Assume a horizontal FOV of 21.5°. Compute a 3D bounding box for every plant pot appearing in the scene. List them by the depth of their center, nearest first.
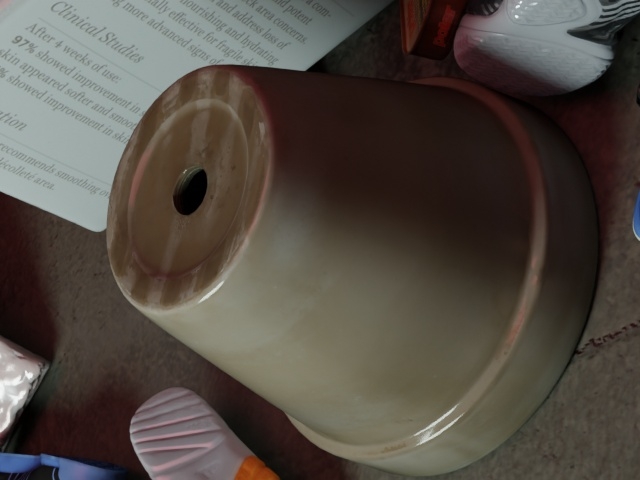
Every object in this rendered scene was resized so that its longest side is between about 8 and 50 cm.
[{"bbox_3d":[0.000,0.000,1.292,0.323,0.280,0.323,-21,61,43],"label":"plant pot"}]

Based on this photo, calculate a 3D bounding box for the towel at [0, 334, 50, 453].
[{"bbox_3d":[-0.489,0.186,1.762,0.332,0.317,0.053,-60,0,8],"label":"towel"}]

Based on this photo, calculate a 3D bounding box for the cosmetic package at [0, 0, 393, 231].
[{"bbox_3d":[-0.205,-0.276,1.495,0.394,0.329,0.327,-37,60,15],"label":"cosmetic package"}]

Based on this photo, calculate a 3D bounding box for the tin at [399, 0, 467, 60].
[{"bbox_3d":[0.096,-0.221,1.400,0.189,0.040,0.106,-89,18,-55],"label":"tin"}]

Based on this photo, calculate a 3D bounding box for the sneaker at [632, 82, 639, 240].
[{"bbox_3d":[0.247,-0.073,1.197,0.058,0.084,0.152,38,104,48],"label":"sneaker"}]

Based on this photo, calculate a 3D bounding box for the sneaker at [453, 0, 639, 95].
[{"bbox_3d":[0.224,-0.256,1.205,0.366,0.137,0.210,-31,44,59],"label":"sneaker"}]

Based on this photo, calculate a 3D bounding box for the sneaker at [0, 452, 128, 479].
[{"bbox_3d":[-0.264,0.254,1.636,0.232,0.081,0.090,-8,72,53],"label":"sneaker"}]

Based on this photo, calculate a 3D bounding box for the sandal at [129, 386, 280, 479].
[{"bbox_3d":[-0.074,0.227,1.436,0.102,0.076,0.265,-35,47,-4],"label":"sandal"}]
